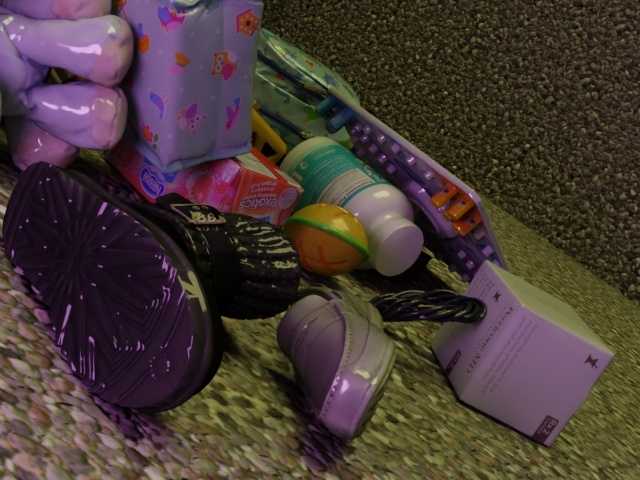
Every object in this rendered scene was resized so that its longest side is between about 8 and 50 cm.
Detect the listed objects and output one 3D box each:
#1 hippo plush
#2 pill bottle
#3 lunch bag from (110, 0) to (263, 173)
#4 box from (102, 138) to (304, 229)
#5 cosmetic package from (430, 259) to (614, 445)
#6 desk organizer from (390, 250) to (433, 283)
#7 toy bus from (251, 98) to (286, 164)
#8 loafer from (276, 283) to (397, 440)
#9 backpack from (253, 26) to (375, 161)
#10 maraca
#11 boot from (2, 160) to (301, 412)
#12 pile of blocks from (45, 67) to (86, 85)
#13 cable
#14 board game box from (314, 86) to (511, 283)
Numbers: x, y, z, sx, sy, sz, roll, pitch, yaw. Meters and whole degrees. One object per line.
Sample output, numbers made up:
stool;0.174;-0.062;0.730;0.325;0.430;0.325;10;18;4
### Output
hippo plush;-0.358;-0.203;1.109;0.294;0.234;0.237;53;29;9
pill bottle;0.050;-0.049;1.674;0.146;0.146;0.264;18;18;-45
lunch bag;-0.201;-0.239;1.263;0.160;0.223;0.262;-19;42;-36
box;-0.161;-0.092;1.395;0.128;0.122;0.257;17;19;-49
cosmetic package;0.264;0.146;1.403;0.151;0.151;0.183;28;12;-14
desk organizer;0.139;0.039;1.758;0.047;0.050;0.130;36;13;19
toy bus;-0.147;-0.202;1.809;0.191;0.104;0.202;46;-1;2
loafer;0.007;0.113;1.057;0.112;0.112;0.319;25;5;-5
backpack;-0.060;-0.272;2.125;0.356;0.273;0.290;18;21;-5
maraca;0.000;0.000;1.495;0.127;0.099;0.186;33;-14;-19
boot;-0.114;0.045;0.959;0.260;0.131;0.348;20;16;-41
pile of blocks;-0.351;-0.258;1.423;0.149;0.362;0.112;-4;-57;46
cable;0.123;0.085;1.365;0.185;0.047;0.150;0;-4;9
board game box;0.172;-0.041;1.778;0.390;0.050;0.390;42;-11;41
